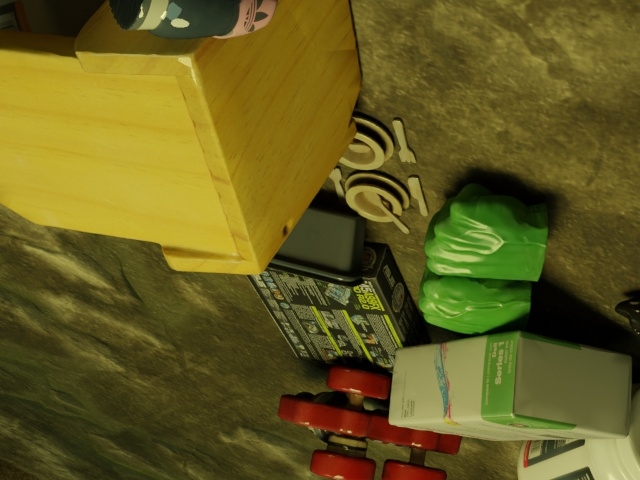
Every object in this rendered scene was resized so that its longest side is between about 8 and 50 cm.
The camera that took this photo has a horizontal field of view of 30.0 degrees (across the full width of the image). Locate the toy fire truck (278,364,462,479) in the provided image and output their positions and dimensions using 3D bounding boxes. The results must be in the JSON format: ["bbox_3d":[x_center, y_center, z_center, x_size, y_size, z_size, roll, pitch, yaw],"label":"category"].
[{"bbox_3d":[0.067,0.294,1.912,0.302,0.169,0.254,13,172,-23],"label":"toy fire truck"}]

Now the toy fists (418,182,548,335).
[{"bbox_3d":[0.198,0.030,1.504,0.142,0.096,0.279,3,148,2],"label":"toy fists"}]

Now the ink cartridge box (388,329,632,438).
[{"bbox_3d":[0.254,0.206,1.639,0.201,0.117,0.278,14,164,-29],"label":"ink cartridge box"}]

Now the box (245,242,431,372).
[{"bbox_3d":[0.028,0.097,1.756,0.216,0.060,0.270,5,146,26],"label":"box"}]

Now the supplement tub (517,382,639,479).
[{"bbox_3d":[0.426,0.315,1.714,0.191,0.191,0.272,29,150,-11],"label":"supplement tub"}]

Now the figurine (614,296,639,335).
[{"bbox_3d":[0.504,0.123,1.476,0.215,0.092,0.209,35,155,-23],"label":"figurine"}]

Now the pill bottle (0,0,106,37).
[{"bbox_3d":[-0.345,-0.242,1.354,0.278,0.162,0.162,-5,140,39],"label":"pill bottle"}]

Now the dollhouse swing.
[{"bbox_3d":[-0.173,-0.172,1.252,0.305,0.315,0.347,22,152,23],"label":"dollhouse swing"}]

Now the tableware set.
[{"bbox_3d":[0.056,-0.079,1.474,0.128,0.039,0.194,8,147,23],"label":"tableware set"}]

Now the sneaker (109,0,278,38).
[{"bbox_3d":[-0.125,-0.280,1.060,0.131,0.319,0.112,6,135,-23],"label":"sneaker"}]

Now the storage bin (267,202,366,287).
[{"bbox_3d":[0.000,0.000,1.581,0.135,0.091,0.098,15,-171,19],"label":"storage bin"}]
